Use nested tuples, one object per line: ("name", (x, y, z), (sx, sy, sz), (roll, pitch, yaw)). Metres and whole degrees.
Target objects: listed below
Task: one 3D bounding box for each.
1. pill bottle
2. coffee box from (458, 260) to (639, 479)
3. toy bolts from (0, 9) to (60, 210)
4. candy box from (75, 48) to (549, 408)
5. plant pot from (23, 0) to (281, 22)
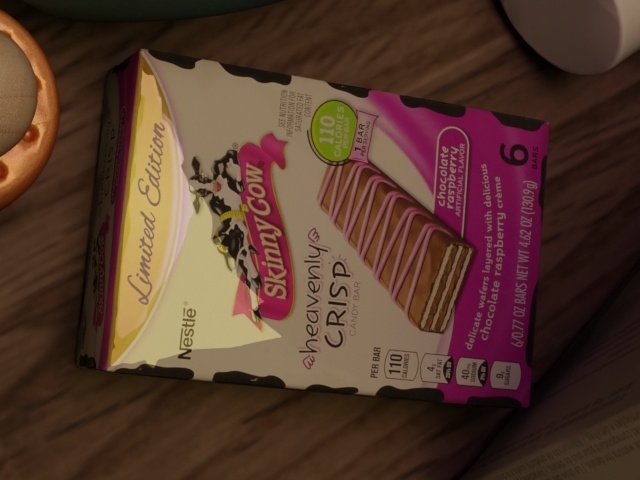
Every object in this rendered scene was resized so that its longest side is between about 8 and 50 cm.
("pill bottle", (0.206, -0.189, 0.796), (0.208, 0.119, 0.119), (-36, 100, -21))
("coffee box", (0.334, 0.092, 0.665), (0.334, 0.337, 0.338), (44, 67, 2))
("toy bolts", (-0.244, -0.080, 0.578), (0.228, 0.158, 0.218), (-30, 98, -22))
("candy box", (0.000, 0.000, 0.722), (0.233, 0.071, 0.159), (7, 84, -22))
("plant pot", (-0.082, -0.211, 0.619), (0.195, 0.290, 0.290), (-38, 103, 16))
